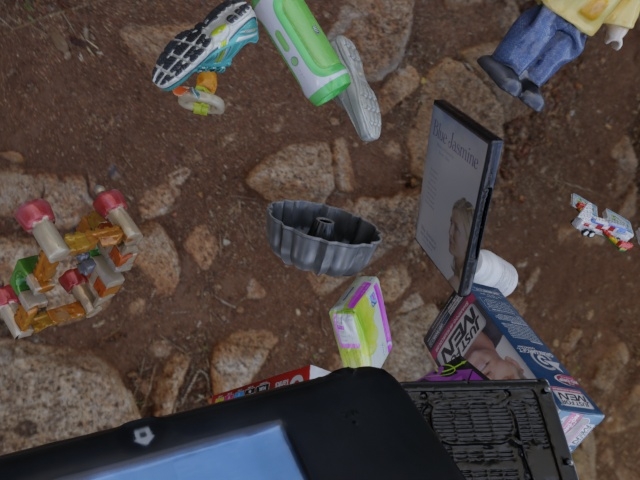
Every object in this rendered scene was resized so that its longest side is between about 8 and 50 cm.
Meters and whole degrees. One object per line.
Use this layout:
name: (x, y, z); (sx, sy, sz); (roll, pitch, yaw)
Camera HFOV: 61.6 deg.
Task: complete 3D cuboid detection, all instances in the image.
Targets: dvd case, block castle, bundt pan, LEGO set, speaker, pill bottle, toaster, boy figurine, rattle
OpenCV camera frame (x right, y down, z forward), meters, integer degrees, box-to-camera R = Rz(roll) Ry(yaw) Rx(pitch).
dvd case: (0.200, -0.066, 0.818); (0.022, 0.180, 0.253); (-5, 122, -12)
block castle: (-0.727, 0.051, 1.517); (0.303, 0.213, 0.453); (-18, 155, -51)
bundt pan: (0.000, 0.000, 1.485); (0.331, 0.331, 0.124); (1, 113, -35)
LEGO set: (0.505, -0.015, 0.886); (0.244, 0.182, 0.060); (-39, 159, -57)
speaker: (-0.046, -0.489, 1.332); (0.131, 0.131, 0.296); (-34, 96, -12)
pill bottle: (0.535, 0.101, 1.746); (0.229, 0.131, 0.131); (24, 103, -43)
toaster: (0.135, 0.225, 0.500); (0.186, 0.168, 0.110); (-1, 141, -2)
boy figurine: (0.330, -0.295, 0.645); (0.177, 0.092, 0.285); (22, 124, -31)
rattle: (-0.320, -0.416, 1.419); (0.142, 0.130, 0.200); (-67, 163, -2)

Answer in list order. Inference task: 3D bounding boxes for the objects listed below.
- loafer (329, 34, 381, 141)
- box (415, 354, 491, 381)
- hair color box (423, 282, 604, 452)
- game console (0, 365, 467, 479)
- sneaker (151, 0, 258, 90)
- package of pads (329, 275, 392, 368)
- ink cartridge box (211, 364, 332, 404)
loafer: (0.080, -0.415, 1.503); (0.111, 0.319, 0.112); (-26, 164, 32)
box: (0.184, 0.250, 0.836); (0.162, 0.116, 0.029); (-29, 109, -8)
hair color box: (0.335, 0.246, 1.004); (0.105, 0.347, 0.173); (14, 116, -23)
game console: (-0.043, 0.223, 0.231); (0.387, 0.342, 0.060); (-5, 135, -30)
sneaker: (-0.239, -0.406, 1.168); (0.275, 0.107, 0.110); (-41, 147, -14)
package of pads: (0.140, 0.299, 1.772); (0.229, 0.101, 0.296); (-45, 126, -53)
ink cartridge box: (-0.080, 0.400, 0.971); (0.130, 0.271, 0.309); (27, 141, -34)
